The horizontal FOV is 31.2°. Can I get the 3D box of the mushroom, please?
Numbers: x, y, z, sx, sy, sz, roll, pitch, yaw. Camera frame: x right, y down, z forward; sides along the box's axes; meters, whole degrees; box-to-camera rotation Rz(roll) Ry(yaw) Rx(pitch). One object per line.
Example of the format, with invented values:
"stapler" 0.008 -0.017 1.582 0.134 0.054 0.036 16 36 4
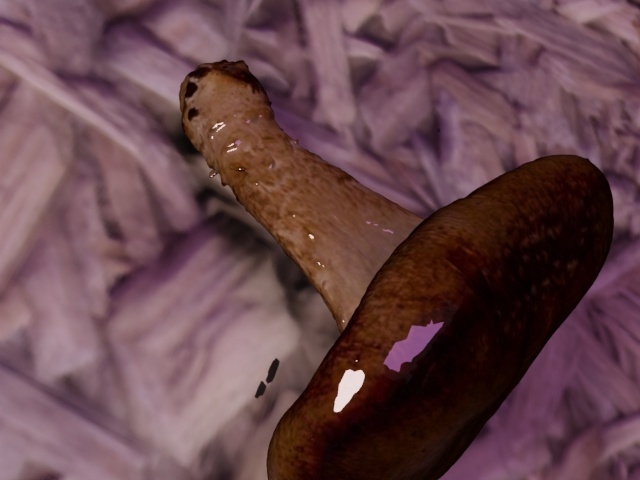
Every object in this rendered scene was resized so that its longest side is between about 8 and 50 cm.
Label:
"mushroom" 0.000 0.000 0.522 0.217 0.148 0.227 37 39 14
